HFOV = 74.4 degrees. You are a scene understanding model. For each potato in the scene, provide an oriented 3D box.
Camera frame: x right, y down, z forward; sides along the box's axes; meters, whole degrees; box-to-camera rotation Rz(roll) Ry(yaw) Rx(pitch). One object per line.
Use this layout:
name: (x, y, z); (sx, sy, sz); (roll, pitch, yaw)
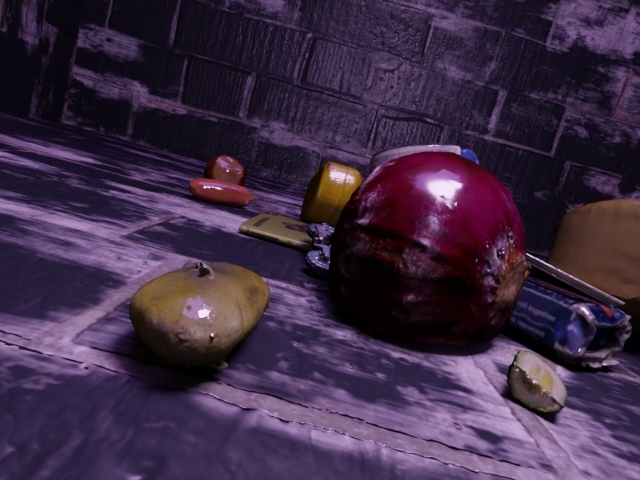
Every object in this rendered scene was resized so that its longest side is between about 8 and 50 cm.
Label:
potato: (-0.103, 0.061, 0.400); (0.105, 0.085, 0.188); (20, 6, 13)

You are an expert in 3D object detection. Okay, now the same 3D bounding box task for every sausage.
sausage: (-0.296, -0.143, 1.264); (0.194, 0.077, 0.077); (10, 11, -28)

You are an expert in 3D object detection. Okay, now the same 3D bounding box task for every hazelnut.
hazelnut: (-0.358, -0.240, 1.575); (0.154, 0.143, 0.143); (20, 8, -22)

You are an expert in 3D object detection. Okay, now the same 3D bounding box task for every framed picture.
framed picture: (0.470, 0.102, 0.885); (0.232, 0.019, 0.296); (32, -4, 28)

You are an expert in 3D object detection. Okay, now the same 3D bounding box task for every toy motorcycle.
toy motorcycle: (0.029, 0.023, 0.840); (0.122, 0.082, 0.213); (11, 22, -4)

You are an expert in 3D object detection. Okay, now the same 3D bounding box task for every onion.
onion: (0.169, -0.006, 0.655); (0.336, 0.261, 0.281); (0, 12, -38)

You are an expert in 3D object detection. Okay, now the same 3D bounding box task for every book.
book: (0.000, 0.000, 1.035); (0.351, 0.035, 0.239); (17, 11, 4)

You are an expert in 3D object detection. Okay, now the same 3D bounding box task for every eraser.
eraser: (0.367, 0.112, 0.781); (0.154, 0.102, 0.332); (10, 11, -32)

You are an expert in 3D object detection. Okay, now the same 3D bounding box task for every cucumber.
cucumber: (0.253, 0.166, 0.499); (0.067, 0.035, 0.107); (42, 21, 27)

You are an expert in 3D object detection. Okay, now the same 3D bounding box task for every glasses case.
glasses case: (0.032, -0.109, 1.229); (0.141, 0.173, 0.371); (18, -3, -8)

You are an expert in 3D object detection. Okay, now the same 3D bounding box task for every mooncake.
mooncake: (0.717, 0.089, 0.941); (0.393, 0.246, 0.393); (21, -5, 8)

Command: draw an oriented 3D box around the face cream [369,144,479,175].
face cream: (0.235, -0.089, 0.966); (0.248, 0.225, 0.249); (1, -2, 0)
